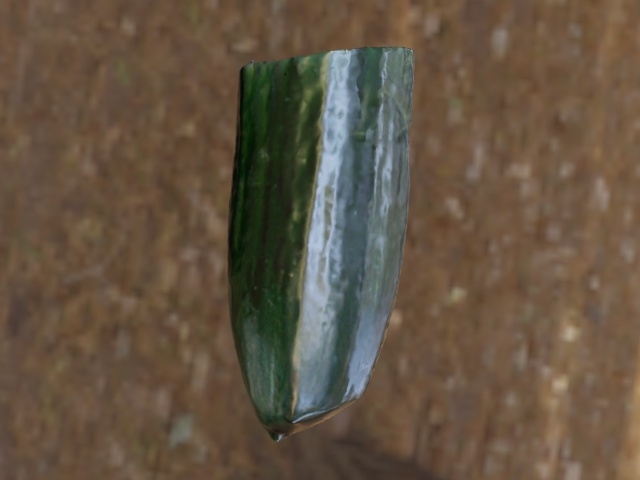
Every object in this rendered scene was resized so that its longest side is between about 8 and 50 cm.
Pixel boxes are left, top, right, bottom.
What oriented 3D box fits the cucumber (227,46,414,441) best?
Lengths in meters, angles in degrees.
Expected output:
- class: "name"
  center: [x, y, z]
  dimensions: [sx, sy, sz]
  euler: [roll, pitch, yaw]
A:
- class: "cucumber"
  center: [0.000, 0.000, 0.518]
  dimensions: [0.048, 0.048, 0.105]
  euler: [25, 67, -69]
